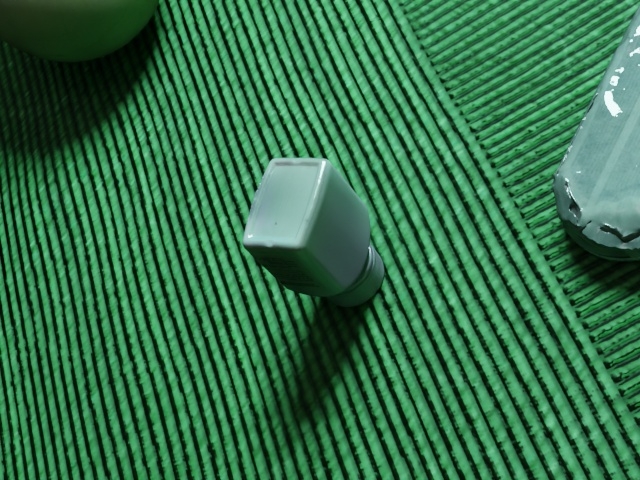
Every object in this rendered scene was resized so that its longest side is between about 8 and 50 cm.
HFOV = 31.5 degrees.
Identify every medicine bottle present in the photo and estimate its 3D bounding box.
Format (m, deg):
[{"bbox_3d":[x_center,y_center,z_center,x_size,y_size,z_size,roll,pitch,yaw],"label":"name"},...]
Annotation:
[{"bbox_3d":[0.000,0.000,0.810,0.055,0.118,0.074,1,64,30],"label":"medicine bottle"}]

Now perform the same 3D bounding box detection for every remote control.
[{"bbox_3d":[0.241,-0.100,0.781,0.104,0.052,0.247,18,75,37],"label":"remote control"}]

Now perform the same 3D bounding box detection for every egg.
[{"bbox_3d":[-0.248,-0.266,1.068,0.186,0.186,0.242,-50,44,-6],"label":"egg"}]
